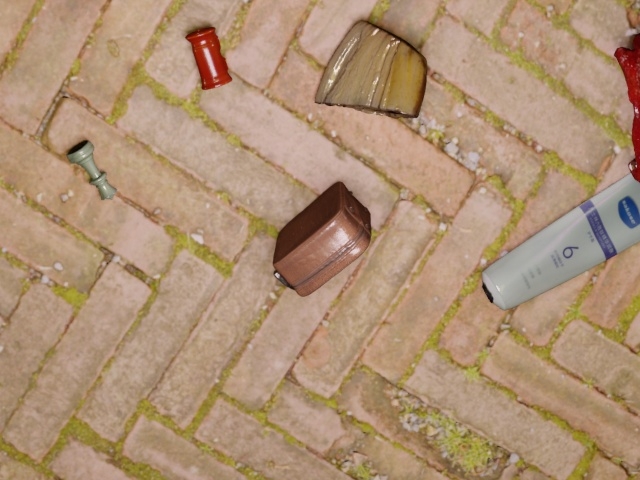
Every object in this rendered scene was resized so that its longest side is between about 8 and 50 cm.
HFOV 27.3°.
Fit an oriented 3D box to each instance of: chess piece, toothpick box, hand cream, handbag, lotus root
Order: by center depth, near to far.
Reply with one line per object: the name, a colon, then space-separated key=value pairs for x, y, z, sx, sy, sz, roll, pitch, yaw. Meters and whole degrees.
toothpick box: x=-0.158 y=-0.259 z=1.865 sx=0.047 sy=0.047 sz=0.083 roll=-17 pitch=106 yaw=-1
handbag: x=0.000 y=0.000 z=1.878 sx=0.151 sy=0.193 sz=0.072 roll=-40 pitch=104 yaw=10
lotus root: x=0.090 y=-0.231 z=1.883 sx=0.159 sy=0.095 sz=0.135 roll=25 pitch=98 yaw=29
chess piece: x=-0.325 y=-0.097 z=1.899 sx=0.042 sy=0.042 sz=0.093 roll=-31 pitch=114 yaw=3
hand cream: x=0.387 y=0.002 z=2.001 sx=0.321 sy=0.067 sz=0.109 roll=-30 pitch=105 yaw=-5

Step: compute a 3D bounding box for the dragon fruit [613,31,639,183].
dragon fruit: x=0.574 y=-0.182 z=1.947 sx=0.286 sy=0.228 sz=0.329 roll=-40 pitch=86 yaw=-27
